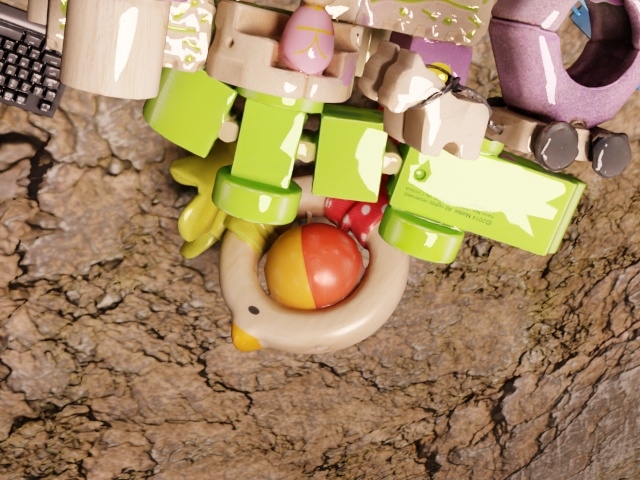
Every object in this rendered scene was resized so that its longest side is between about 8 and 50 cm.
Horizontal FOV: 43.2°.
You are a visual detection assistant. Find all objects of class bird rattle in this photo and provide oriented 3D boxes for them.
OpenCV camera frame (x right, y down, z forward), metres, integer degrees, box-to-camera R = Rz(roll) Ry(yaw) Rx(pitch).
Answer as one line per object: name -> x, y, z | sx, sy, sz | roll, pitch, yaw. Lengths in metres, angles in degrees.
bird rattle -> 0.000, 0.000, 0.706 | 0.253, 0.207, 0.143 | -5, 153, -3

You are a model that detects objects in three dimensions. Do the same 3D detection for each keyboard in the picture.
keyboard -> -0.277, -0.134, 0.587 | 0.180, 0.023, 0.108 | 16, 126, -31

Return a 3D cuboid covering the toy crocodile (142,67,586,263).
toy crocodile -> 0.031, -0.066, 0.615 | 0.340, 0.105, 0.115 | 13, 109, -2

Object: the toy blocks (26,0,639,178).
toy blocks -> -0.001, -0.210, 0.424 | 0.288, 0.309, 0.260 | 5, 109, -22

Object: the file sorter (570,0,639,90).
file sorter -> 0.268, -0.230, 0.626 | 0.170, 0.118, 0.104 | -40, 129, 20
